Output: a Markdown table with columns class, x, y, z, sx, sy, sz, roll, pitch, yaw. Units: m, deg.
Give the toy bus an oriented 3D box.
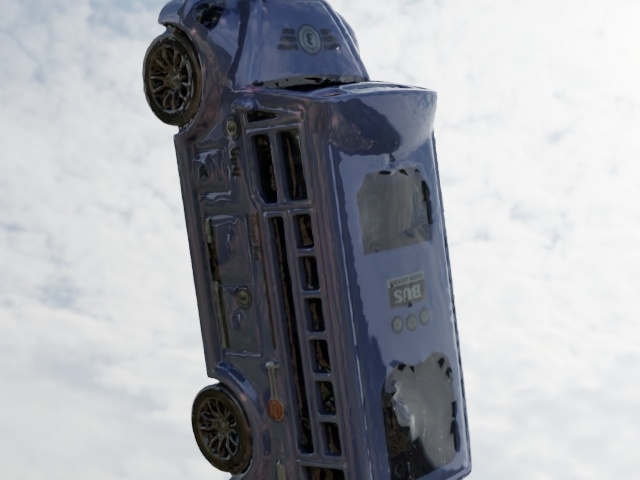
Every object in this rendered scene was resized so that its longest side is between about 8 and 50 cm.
| class | x | y | z | sx | sy | sz | roll | pitch | yaw |
| --- | --- | --- | --- | --- | --- | --- | --- | --- | --- |
| toy bus | 0.000 | 0.000 | 0.575 | 0.133 | 0.292 | 0.125 | -3 | 6 | 45 |
